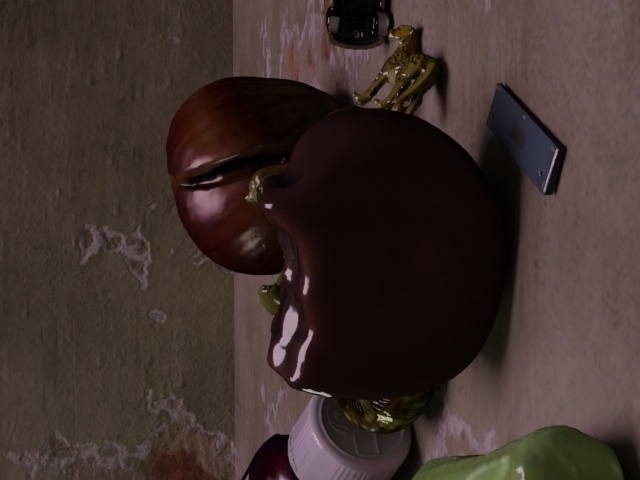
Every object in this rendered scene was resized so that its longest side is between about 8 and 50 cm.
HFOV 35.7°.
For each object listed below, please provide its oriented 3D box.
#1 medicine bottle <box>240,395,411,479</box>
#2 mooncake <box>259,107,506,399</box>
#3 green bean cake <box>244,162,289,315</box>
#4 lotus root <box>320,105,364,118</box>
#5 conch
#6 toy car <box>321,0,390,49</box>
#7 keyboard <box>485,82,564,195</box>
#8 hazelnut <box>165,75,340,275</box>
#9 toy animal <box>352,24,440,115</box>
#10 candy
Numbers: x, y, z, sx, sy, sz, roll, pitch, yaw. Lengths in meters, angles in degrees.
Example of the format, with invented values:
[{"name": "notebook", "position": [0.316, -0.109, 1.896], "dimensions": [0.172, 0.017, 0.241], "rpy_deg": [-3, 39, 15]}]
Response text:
[{"name": "medicine bottle", "position": [-0.005, 0.390, 1.603], "dimensions": [0.395, 0.242, 0.242], "rpy_deg": [110, 156, -47]}, {"name": "mooncake", "position": [0.058, 0.026, 1.168], "dimensions": [0.326, 0.334, 0.174], "rpy_deg": [51, -177, -22]}, {"name": "green bean cake", "position": [0.000, 0.000, 1.583], "dimensions": [0.124, 0.233, 0.236], "rpy_deg": [106, 160, -68]}, {"name": "lotus root", "position": [0.064, -0.077, 1.453], "dimensions": [0.152, 0.160, 0.275], "rpy_deg": [125, 147, -48]}, {"name": "conch", "position": [0.101, 0.186, 1.411], "dimensions": [0.187, 0.124, 0.181], "rpy_deg": [-60, 8, 9]}, {"name": "toy car", "position": [0.054, -0.435, 1.590], "dimensions": [0.124, 0.101, 0.257], "rpy_deg": [-134, 45, -78]}, {"name": "keyboard", "position": [0.221, -0.113, 1.083], "dimensions": [0.176, 0.014, 0.055], "rpy_deg": [-112, 25, -57]}, {"name": "hazelnut", "position": [-0.117, -0.136, 1.845], "dimensions": [0.409, 0.359, 0.359], "rpy_deg": [-121, 33, -59]}, {"name": "toy animal", "position": [0.119, -0.232, 1.375], "dimensions": [0.136, 0.073, 0.181], "rpy_deg": [-55, 17, 2]}, {"name": "candy", "position": [0.188, 0.274, 1.001], "dimensions": [0.343, 0.132, 0.142], "rpy_deg": [123, 159, -67]}]
